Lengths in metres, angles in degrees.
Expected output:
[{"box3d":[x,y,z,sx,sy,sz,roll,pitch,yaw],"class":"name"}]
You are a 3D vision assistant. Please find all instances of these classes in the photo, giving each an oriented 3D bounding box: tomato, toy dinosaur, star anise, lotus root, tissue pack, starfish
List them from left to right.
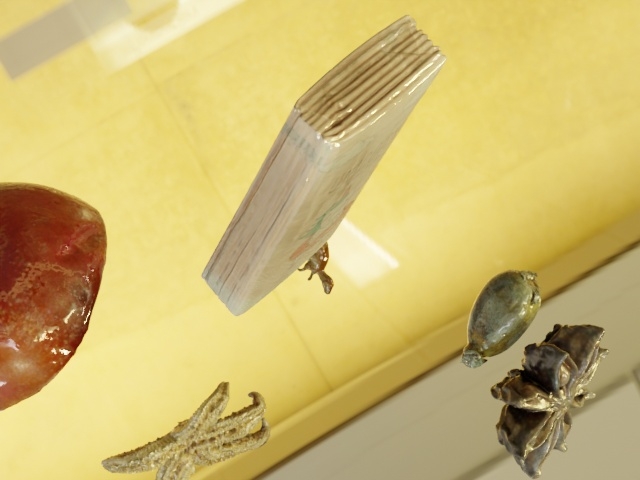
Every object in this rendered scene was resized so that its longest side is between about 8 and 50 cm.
[{"box3d":[-0.431,0.053,1.556,0.338,0.144,0.338,-19,-128,27],"class":"tomato"},{"box3d":[-0.182,0.285,1.678,0.238,0.216,0.071,-7,-137,-12],"class":"starfish"},{"box3d":[-0.004,-0.061,1.165,0.170,0.071,0.325,-39,170,-34],"class":"tissue pack"},{"box3d":[0.000,0.000,2.065,0.039,0.126,0.162,-26,152,-54],"class":"toy dinosaur"},{"box3d":[0.254,0.110,1.738,0.165,0.088,0.088,-58,-161,6],"class":"lotus root"},{"box3d":[0.319,0.213,1.751,0.109,0.236,0.223,31,-102,30],"class":"star anise"}]
